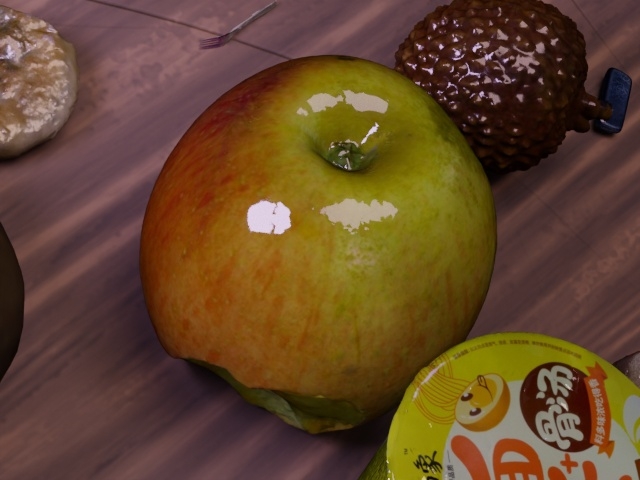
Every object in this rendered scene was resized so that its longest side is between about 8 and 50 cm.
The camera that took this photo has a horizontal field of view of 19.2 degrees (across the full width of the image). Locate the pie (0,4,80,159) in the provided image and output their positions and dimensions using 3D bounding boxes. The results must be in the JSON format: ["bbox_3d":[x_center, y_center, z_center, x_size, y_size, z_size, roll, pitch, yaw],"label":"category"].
[{"bbox_3d":[-0.345,-0.159,1.843,0.218,0.052,0.185,21,61,-9],"label":"pie"}]

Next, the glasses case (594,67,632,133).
[{"bbox_3d":[0.331,-0.156,2.148,0.033,0.023,0.083,26,58,-15],"label":"glasses case"}]

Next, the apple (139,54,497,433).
[{"bbox_3d":[0.000,0.000,1.758,0.339,0.339,0.340,10,61,-18],"label":"apple"}]

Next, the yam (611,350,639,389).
[{"bbox_3d":[0.310,0.162,1.912,0.084,0.127,0.084,9,65,-19],"label":"yam"}]

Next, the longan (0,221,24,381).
[{"bbox_3d":[-0.433,0.022,1.538,0.404,0.336,0.404,11,48,-13],"label":"longan"}]

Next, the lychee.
[{"bbox_3d":[0.194,-0.166,1.998,0.238,0.200,0.200,16,58,-1],"label":"lychee"}]

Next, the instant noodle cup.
[{"bbox_3d":[0.162,0.262,1.737,0.311,0.221,0.311,10,62,-18],"label":"instant noodle cup"}]

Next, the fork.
[{"bbox_3d":[-0.084,-0.229,2.014,0.012,0.016,0.115,45,54,14],"label":"fork"}]
